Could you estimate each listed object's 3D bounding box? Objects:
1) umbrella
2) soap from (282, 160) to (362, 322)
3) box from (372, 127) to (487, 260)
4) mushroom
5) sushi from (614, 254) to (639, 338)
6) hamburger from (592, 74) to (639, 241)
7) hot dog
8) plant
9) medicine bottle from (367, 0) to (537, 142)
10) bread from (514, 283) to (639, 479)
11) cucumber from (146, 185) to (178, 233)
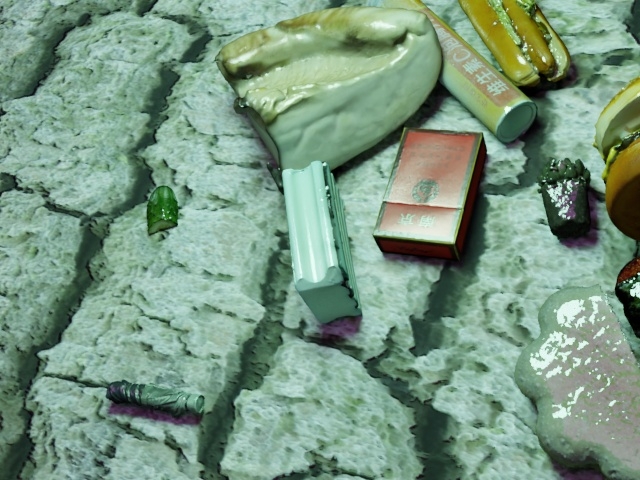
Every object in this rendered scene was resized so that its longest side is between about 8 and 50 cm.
[{"bbox_3d":[-0.288,0.277,1.718,0.188,0.050,0.046,3,40,22],"label":"umbrella"},{"bbox_3d":[0.000,0.000,1.720,0.094,0.150,0.261,-14,55,7],"label":"soap"},{"bbox_3d":[0.199,-0.087,1.751,0.153,0.074,0.239,8,63,19],"label":"box"},{"bbox_3d":[0.024,-0.323,1.884,0.397,0.224,0.313,-29,40,1],"label":"mushroom"},{"bbox_3d":[0.566,0.078,1.478,0.225,0.136,0.126,-16,47,15],"label":"sushi"},{"bbox_3d":[0.574,-0.140,1.532,0.291,0.291,0.225,-11,51,13],"label":"hamburger"},{"bbox_3d":[0.363,-0.428,1.877,0.135,0.100,0.337,-15,54,-9],"label":"hot dog"},{"bbox_3d":[0.415,-0.077,1.660,0.095,0.092,0.143,-10,62,23],"label":"plant"},{"bbox_3d":[0.251,-0.351,1.881,0.108,0.108,0.426,-36,56,-4],"label":"medicine bottle"},{"bbox_3d":[0.399,0.231,1.466,0.183,0.102,0.337,-22,57,11],"label":"bread"},{"bbox_3d":[-0.321,-0.070,1.951,0.067,0.035,0.107,-18,53,10],"label":"cucumber"}]
